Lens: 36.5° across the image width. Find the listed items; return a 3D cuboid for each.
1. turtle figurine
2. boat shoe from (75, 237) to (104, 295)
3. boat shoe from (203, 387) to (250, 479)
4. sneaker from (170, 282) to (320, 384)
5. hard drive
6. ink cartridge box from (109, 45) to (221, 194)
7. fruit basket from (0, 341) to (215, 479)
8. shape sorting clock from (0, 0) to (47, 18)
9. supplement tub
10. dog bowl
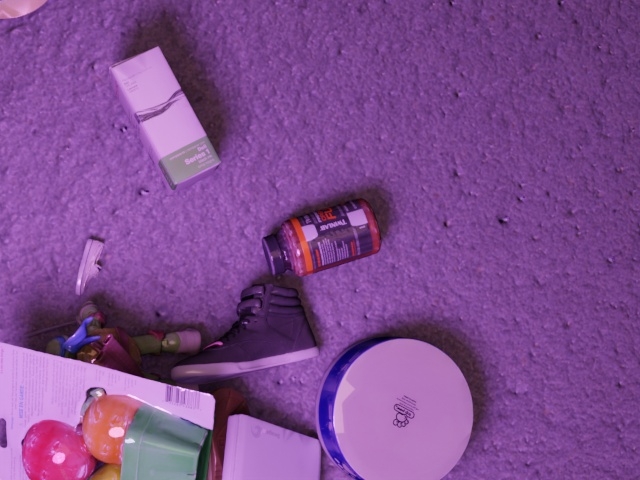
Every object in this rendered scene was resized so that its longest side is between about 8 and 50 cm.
[{"bbox_3d":[-0.351,0.209,1.621,0.266,0.198,0.275,11,130,-32],"label":"turtle figurine"},{"bbox_3d":[-0.394,0.048,1.666,0.035,0.035,0.100,14,78,-6],"label":"boat shoe"},{"bbox_3d":[-0.175,0.424,1.626,0.121,0.110,0.341,16,65,-45],"label":"boat shoe"},{"bbox_3d":[-0.138,0.153,1.638,0.295,0.104,0.147,-8,81,-41],"label":"sneaker"},{"bbox_3d":[-0.083,0.460,1.590,0.203,0.040,0.308,28,55,-40],"label":"hard drive"},{"bbox_3d":[-0.263,-0.199,1.637,0.092,0.160,0.219,-28,93,-11],"label":"ink cartridge box"},{"bbox_3d":[-0.341,0.319,1.489,0.352,0.165,0.327,14,117,10],"label":"fruit basket"},{"bbox_3d":[-0.545,-0.483,1.663,0.206,0.040,0.206,0,91,-11],"label":"shape sorting clock"},{"bbox_3d":[0.000,0.000,1.702,0.197,0.106,0.106,-17,90,-11],"label":"supplement tub"},{"bbox_3d":[0.128,0.300,1.693,0.264,0.104,0.265,2,84,-16],"label":"dog bowl"}]
